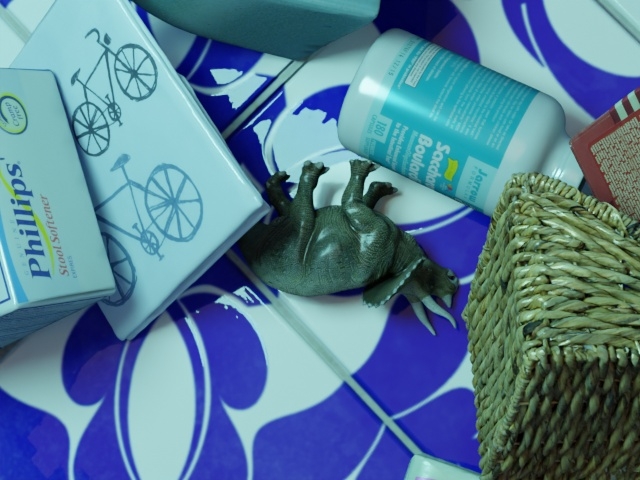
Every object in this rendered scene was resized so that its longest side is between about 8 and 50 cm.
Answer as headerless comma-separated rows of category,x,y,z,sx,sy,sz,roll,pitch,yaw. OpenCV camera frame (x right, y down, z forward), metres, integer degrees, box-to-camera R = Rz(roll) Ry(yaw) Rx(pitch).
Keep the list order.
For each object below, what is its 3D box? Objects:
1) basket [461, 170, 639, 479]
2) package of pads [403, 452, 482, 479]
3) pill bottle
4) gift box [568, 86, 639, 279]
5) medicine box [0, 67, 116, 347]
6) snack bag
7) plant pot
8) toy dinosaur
basket,0.273,0.093,1.570,0.213,0.299,0.223,1,56,-4
package of pads,0.203,0.380,1.653,0.296,0.101,0.229,18,86,11
pill bottle,0.162,-0.115,1.689,0.264,0.146,0.146,25,88,11
gift box,0.454,-0.077,1.553,0.258,0.276,0.255,-20,85,-30
medicine box,-0.397,-0.015,1.707,0.289,0.149,0.264,-24,79,36
snack bag,-0.228,-0.096,1.707,0.343,0.037,0.323,56,135,9
plant pot,-0.093,-0.347,1.656,0.252,0.248,0.247,6,84,-21
toy dinosaur,0.000,0.000,1.718,0.313,0.121,0.160,5,74,6
